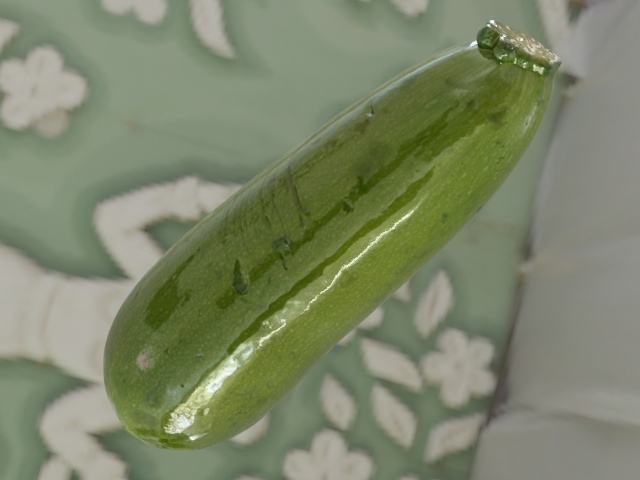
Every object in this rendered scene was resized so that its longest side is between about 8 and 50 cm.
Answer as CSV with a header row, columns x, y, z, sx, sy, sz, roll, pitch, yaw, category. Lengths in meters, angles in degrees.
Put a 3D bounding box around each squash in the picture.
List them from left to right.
x,y,z,sx,sy,sz,roll,pitch,yaw,category
0.000,0.000,0.603,0.201,0.066,0.066,-42,-158,20,squash
